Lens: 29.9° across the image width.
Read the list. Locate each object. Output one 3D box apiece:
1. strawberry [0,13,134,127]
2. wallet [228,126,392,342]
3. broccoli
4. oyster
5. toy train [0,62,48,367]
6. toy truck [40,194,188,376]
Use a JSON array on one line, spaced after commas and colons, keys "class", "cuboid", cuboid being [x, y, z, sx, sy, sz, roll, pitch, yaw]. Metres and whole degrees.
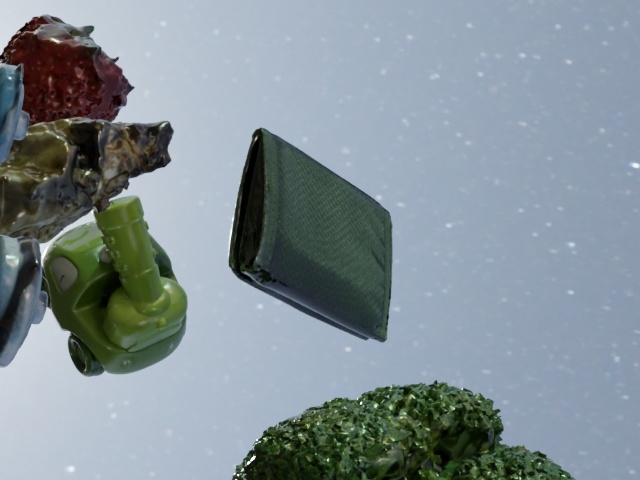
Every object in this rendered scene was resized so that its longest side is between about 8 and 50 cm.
[{"class": "strawberry", "cuboid": [-0.360, -0.201, 1.617, 0.187, 0.184, 0.201, 43, -88, 9]}, {"class": "wallet", "cuboid": [-0.002, 0.000, 1.242, 0.055, 0.236, 0.160, -8, -115, 35]}, {"class": "broccoli", "cuboid": [0.065, 0.286, 1.061, 0.414, 0.321, 0.309, -13, -98, 18]}, {"class": "oyster", "cuboid": [-0.282, -0.049, 1.010, 0.078, 0.345, 0.128, 137, -65, -68]}, {"class": "toy train", "cuboid": [-0.242, 0.015, 0.678, 0.202, 0.131, 0.299, -58, -150, 31]}, {"class": "toy truck", "cuboid": [-0.224, 0.055, 1.370, 0.211, 0.148, 0.187, -26, -94, 58]}]
